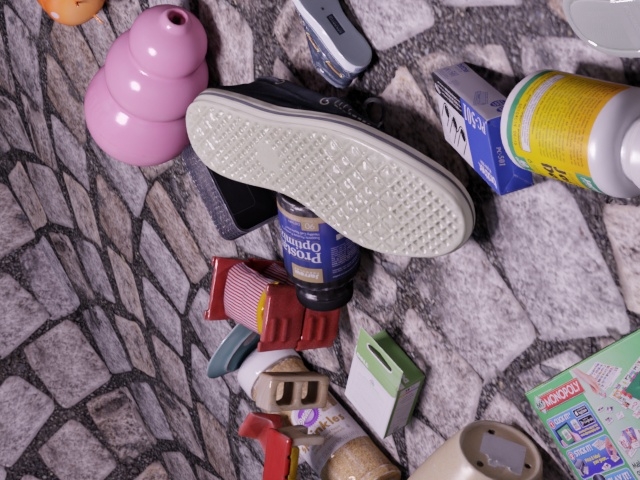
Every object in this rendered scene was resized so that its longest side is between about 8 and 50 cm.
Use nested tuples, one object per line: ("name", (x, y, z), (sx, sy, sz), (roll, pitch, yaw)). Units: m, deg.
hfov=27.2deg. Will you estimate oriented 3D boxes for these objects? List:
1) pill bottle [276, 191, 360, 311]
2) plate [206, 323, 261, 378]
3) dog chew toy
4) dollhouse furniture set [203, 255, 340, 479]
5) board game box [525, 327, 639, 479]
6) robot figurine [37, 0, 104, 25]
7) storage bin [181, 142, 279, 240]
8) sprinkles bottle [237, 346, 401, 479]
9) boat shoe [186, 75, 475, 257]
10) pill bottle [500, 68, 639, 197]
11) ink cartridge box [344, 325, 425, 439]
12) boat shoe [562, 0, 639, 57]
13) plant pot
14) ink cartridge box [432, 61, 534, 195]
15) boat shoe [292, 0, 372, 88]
("pill bottle", (0.000, 0.000, 2.065), (0.123, 0.123, 0.219), (38, 145, 41))
("plate", (-0.136, 0.188, 2.433), (0.024, 0.188, 0.188), (42, 149, 16))
("dog chew toy", (-0.285, -0.274, 2.262), (0.206, 0.207, 0.332), (55, 146, 16))
("dollhouse furniture set", (-0.098, 0.229, 2.275), (0.201, 0.152, 0.374), (19, 104, 55))
("board game box", (0.393, 0.233, 1.642), (0.213, 0.046, 0.317), (59, 155, 9))
("robot figurine", (-0.491, -0.495, 2.500), (0.219, 0.128, 0.158), (50, 145, 24))
("storage bin", (-0.138, -0.104, 2.223), (0.180, 0.122, 0.084), (63, 155, -1))
("sprinkles bottle", (-0.005, 0.336, 2.402), (0.355, 0.121, 0.121), (46, 150, 31))
("boat shoe", (0.025, -0.122, 1.877), (0.500, 0.156, 0.186), (24, 131, 37))
("pill bottle", (0.300, -0.110, 1.403), (0.208, 0.118, 0.117), (24, 135, 52))
("ink cartridge box", (0.106, 0.220, 2.147), (0.109, 0.062, 0.209), (49, 151, 27))
("boat shoe", (0.356, -0.220, 1.221), (0.302, 0.091, 0.114), (26, 156, 49))
("plant pot", (0.221, 0.403, 1.946), (0.256, 0.256, 0.274), (45, 133, 33))
("ink cartridge box", (0.192, -0.137, 1.582), (0.207, 0.046, 0.097), (-120, 14, -63))
("boat shoe", (-0.003, -0.299, 1.847), (0.183, 0.065, 0.083), (59, 153, 7))
